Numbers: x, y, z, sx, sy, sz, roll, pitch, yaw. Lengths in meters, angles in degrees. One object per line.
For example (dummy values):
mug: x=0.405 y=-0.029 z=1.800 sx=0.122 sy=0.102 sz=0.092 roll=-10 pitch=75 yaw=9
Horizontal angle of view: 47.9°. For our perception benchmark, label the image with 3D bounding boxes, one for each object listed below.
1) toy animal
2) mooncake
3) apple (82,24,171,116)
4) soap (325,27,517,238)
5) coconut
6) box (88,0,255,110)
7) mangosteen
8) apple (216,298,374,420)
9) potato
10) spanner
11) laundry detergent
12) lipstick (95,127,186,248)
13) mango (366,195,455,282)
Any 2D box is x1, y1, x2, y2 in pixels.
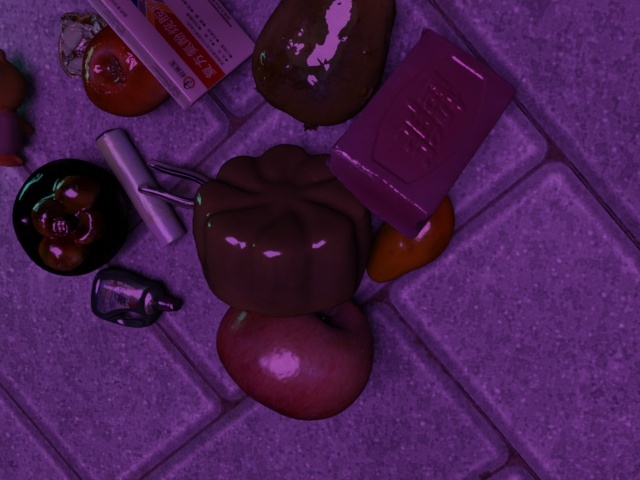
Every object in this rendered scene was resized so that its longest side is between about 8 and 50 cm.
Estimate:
toy animal: x=-0.781 y=-0.315 z=1.715 sx=0.195 sy=0.169 sz=0.281 roll=2 pitch=100 yaw=-30
mooncake: x=-0.077 y=-0.035 z=1.483 sx=0.378 sy=0.378 sz=0.200 roll=15 pitch=138 yaw=11
apple: x=-0.428 y=-0.383 z=1.606 sx=0.210 sy=0.173 sz=0.235 roll=39 pitch=109 yaw=4
soap: x=0.194 y=-0.213 z=1.415 sx=0.233 sy=0.128 sz=0.359 roll=35 pitch=68 yaw=4
coconut: x=-0.552 y=-0.467 z=1.680 sx=0.158 sy=0.055 sz=0.133 roll=-34 pitch=91 yaw=17
box: x=-0.323 y=-0.476 z=1.518 sx=0.353 sy=0.069 sz=0.214 roll=48 pitch=64 yaw=-10
mangosteen: x=-0.571 y=-0.048 z=1.646 sx=0.275 sy=0.302 sz=0.275 roll=-2 pitch=100 yaw=-13
apple: x=-0.042 y=0.223 z=1.569 sx=0.345 sy=0.345 sz=0.269 roll=38 pitch=101 yaw=4
potato: x=0.024 y=-0.395 z=1.445 sx=0.270 sy=0.219 sz=0.359 roll=35 pitch=120 yaw=-4
spanner: x=-0.258 y=-0.103 z=1.670 sx=0.325 sy=0.040 sz=0.095 roll=17 pitch=79 yaw=-1
laundry detergent: x=-0.451 y=0.151 z=1.778 sx=0.222 sy=0.078 sz=0.144 roll=14 pitch=107 yaw=8
lipstick: x=-0.427 y=-0.127 z=1.712 sx=0.076 sy=0.076 sz=0.304 roll=-31 pitch=93 yaw=18
mango: x=0.195 y=0.000 z=1.564 sx=0.138 sy=0.113 sz=0.253 roll=42 pitch=109 yaw=5
